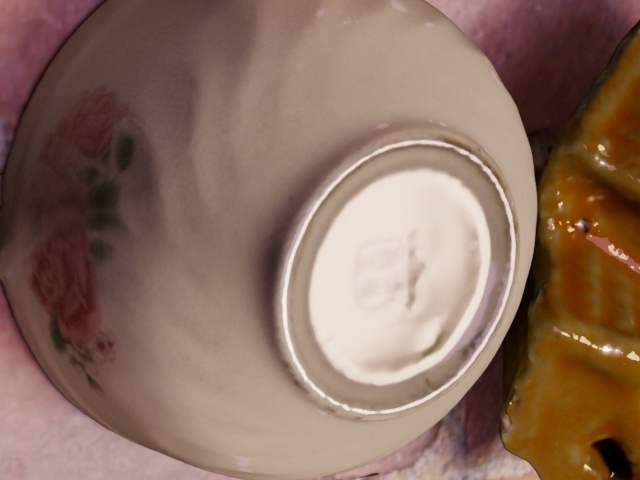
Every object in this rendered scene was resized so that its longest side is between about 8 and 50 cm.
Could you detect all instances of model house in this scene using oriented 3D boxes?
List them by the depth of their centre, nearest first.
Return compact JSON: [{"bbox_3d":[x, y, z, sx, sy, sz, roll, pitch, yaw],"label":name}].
[{"bbox_3d":[0.197,0.014,0.750,0.268,0.173,0.239,-52,129,-26],"label":"model house"}]

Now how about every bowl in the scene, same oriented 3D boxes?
[{"bbox_3d":[0.000,0.000,0.651,0.277,0.145,0.277,-12,112,-32],"label":"bowl"}]
